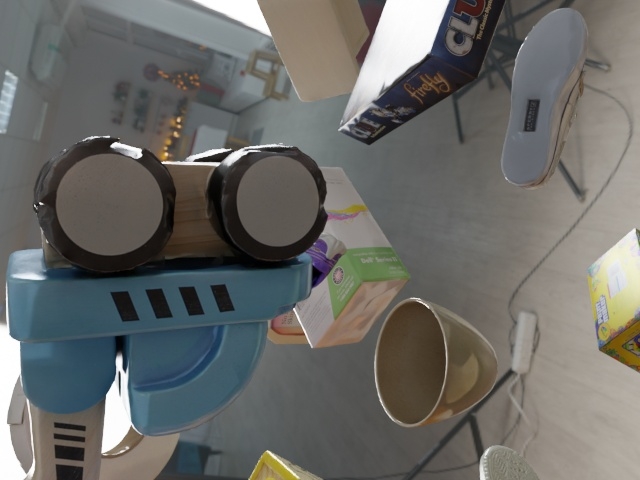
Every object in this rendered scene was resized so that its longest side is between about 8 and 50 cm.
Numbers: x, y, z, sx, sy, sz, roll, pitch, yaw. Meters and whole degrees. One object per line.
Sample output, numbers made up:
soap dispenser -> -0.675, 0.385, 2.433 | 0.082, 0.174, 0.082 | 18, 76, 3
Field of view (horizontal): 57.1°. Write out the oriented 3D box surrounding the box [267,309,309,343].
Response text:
box -> -0.062, 0.242, 1.903 | 0.232, 0.127, 0.149 | -6, 55, 24

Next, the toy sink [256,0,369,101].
toy sink -> 0.002, -0.428, 1.200 | 0.152, 0.234, 0.131 | -5, 39, 30

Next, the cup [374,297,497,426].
cup -> 0.331, 0.335, 1.586 | 0.331, 0.236, 0.331 | -36, 49, 56

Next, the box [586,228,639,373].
box -> 0.818, 0.174, 1.396 | 0.177, 0.279, 0.290 | -57, 6, 40

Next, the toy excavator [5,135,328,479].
toy excavator -> -0.213, 0.130, 0.563 | 0.222, 0.432, 0.445 | 12, 104, 62

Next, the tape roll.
tape roll -> -0.470, 0.365, 1.280 | 0.072, 0.392, 0.392 | -14, 60, 37

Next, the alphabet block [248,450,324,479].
alphabet block -> -0.059, 0.610, 1.280 | 0.192, 0.197, 0.193 | 2, 58, 60

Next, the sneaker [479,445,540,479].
sneaker -> 0.168, 0.264, 0.508 | 0.152, 0.058, 0.085 | -111, 27, -43

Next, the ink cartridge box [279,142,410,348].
ink cartridge box -> 0.000, 0.000, 1.124 | 0.207, 0.119, 0.353 | -58, 48, 39

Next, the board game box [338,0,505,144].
board game box -> 0.093, -0.191, 0.537 | 0.243, 0.042, 0.165 | 169, 123, -76

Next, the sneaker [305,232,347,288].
sneaker -> -0.033, 0.044, 0.836 | 0.170, 0.068, 0.071 | -38, 20, 52

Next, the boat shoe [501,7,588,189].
boat shoe -> 0.485, -0.282, 1.235 | 0.135, 0.156, 0.367 | 11, 92, 36
